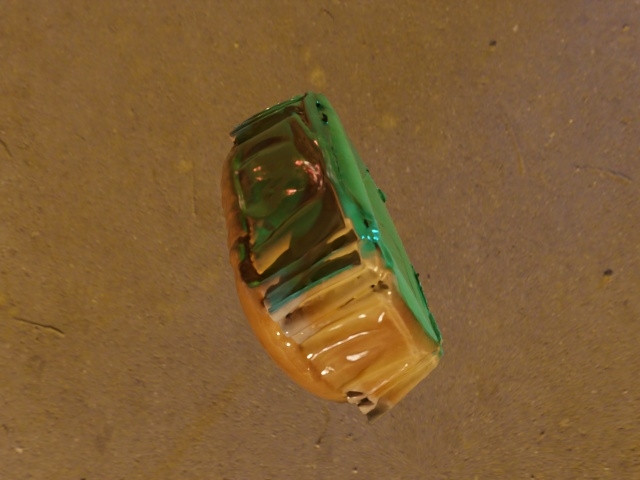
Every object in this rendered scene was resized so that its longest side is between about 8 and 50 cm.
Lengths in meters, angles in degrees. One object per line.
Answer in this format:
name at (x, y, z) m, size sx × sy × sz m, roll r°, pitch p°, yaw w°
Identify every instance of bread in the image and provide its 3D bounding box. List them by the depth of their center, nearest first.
bread at (0.000, 0.000, 0.541) m, size 0.107 × 0.136 × 0.241 m, roll -29°, pitch 37°, yaw 11°
